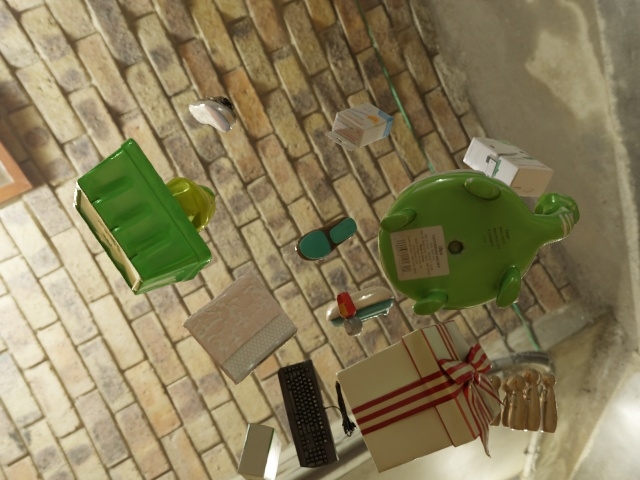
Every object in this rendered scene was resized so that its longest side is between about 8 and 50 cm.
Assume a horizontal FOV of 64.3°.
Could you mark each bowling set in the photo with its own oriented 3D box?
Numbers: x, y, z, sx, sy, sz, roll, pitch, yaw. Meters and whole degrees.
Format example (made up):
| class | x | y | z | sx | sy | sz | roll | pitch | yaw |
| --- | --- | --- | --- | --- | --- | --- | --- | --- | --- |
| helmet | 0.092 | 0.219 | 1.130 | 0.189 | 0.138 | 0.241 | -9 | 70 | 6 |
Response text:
| class | x | y | z | sx | sy | sz | roll | pitch | yaw |
| --- | --- | --- | --- | --- | --- | --- | --- | --- | --- |
| bowling set | 0.474 | 0.401 | 1.311 | 0.287 | 0.200 | 0.154 | 27 | -115 | -47 |

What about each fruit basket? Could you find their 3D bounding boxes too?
| class | x | y | z | sx | sy | sz | roll | pitch | yaw |
| --- | --- | --- | --- | --- | --- | --- | --- | --- | --- |
| fruit basket | -0.406 | -0.075 | 1.354 | 0.392 | 0.392 | 0.283 | 61 | 147 | 4 |

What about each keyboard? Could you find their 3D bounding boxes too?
| class | x | y | z | sx | sy | sz | roll | pitch | yaw |
| --- | --- | --- | --- | --- | --- | --- | --- | --- | --- |
| keyboard | -0.005 | 0.532 | 1.595 | 0.033 | 0.202 | 0.317 | 97 | 157 | -72 |

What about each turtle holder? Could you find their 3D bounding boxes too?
| class | x | y | z | sx | sy | sz | roll | pitch | yaw |
| --- | --- | --- | --- | --- | --- | --- | --- | --- | --- |
| turtle holder | 0.259 | -0.029 | 0.896 | 0.243 | 0.320 | 0.227 | 49 | -161 | -4 |

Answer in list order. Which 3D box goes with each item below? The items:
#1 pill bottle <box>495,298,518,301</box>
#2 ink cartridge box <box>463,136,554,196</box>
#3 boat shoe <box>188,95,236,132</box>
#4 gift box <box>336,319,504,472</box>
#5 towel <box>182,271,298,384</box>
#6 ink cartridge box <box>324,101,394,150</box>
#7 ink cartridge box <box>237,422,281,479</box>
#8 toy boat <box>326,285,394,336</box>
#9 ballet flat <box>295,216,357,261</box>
| class | x | y | z | sx | sy | sz | roll | pitch | yaw |
| --- | --- | --- | --- | --- | --- | --- | --- | --- | --- |
| pill bottle | 0.572 | 0.114 | 1.588 | 0.087 | 0.087 | 0.160 | 99 | 169 | -75 |
| ink cartridge box | 0.583 | -0.231 | 1.583 | 0.219 | 0.160 | 0.092 | 54 | 137 | 46 |
| boat shoe | -0.256 | -0.328 | 1.278 | 0.228 | 0.076 | 0.080 | 24 | 151 | 56 |
| gift box | 0.237 | 0.332 | 1.084 | 0.255 | 0.258 | 0.276 | -3 | -118 | -61 |
| towel | -0.296 | 0.327 | 1.941 | 0.317 | 0.332 | 0.053 | 47 | 153 | 7 |
| ink cartridge box | 0.110 | -0.324 | 1.438 | 0.104 | 0.181 | 0.061 | 37 | 135 | 24 |
| ink cartridge box | -0.191 | 0.699 | 1.649 | 0.208 | 0.087 | 0.153 | 84 | -166 | -57 |
| toy boat | 0.131 | 0.259 | 1.819 | 0.148 | 0.268 | 0.318 | 71 | -165 | 11 |
| ballet flat | 0.000 | 0.000 | 1.934 | 0.124 | 0.342 | 0.116 | -18 | 101 | 45 |
